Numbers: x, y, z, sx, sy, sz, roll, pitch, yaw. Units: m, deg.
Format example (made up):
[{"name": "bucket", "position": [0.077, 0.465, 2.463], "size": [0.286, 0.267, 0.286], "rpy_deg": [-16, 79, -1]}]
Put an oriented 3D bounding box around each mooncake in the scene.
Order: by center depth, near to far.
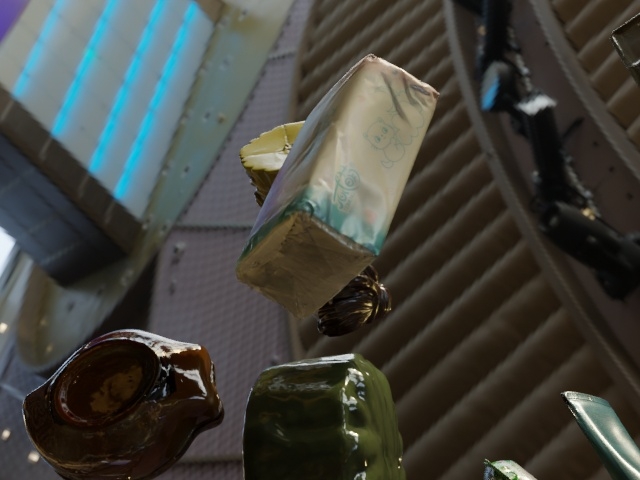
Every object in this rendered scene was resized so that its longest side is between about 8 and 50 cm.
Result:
[{"name": "mooncake", "position": [0.022, 0.354, 1.735], "size": [0.194, 0.356, 0.356], "rpy_deg": [-10, -134, 16]}]

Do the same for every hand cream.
[{"name": "hand cream", "position": [0.366, 0.266, 1.353], "size": [0.048, 0.083, 0.224], "rpy_deg": [-61, -149, 26]}]

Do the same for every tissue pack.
[{"name": "tissue pack", "position": [0.020, -0.065, 1.344], "size": [0.201, 0.124, 0.271], "rpy_deg": [-38, -158, 51]}]

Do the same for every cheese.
[{"name": "cheese", "position": [0.362, 0.457, 1.846], "size": [0.083, 0.320, 0.204], "rpy_deg": [-46, -146, -6]}]

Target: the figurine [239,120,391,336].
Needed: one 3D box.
[{"name": "figurine", "position": [-0.004, 0.001, 1.673], "size": [0.168, 0.315, 0.187], "rpy_deg": [-25, -153, -24]}]

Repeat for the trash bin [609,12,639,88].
[{"name": "trash bin", "position": [0.609, -0.266, 1.917], "size": [0.122, 0.240, 0.164], "rpy_deg": [-34, -153, 19]}]

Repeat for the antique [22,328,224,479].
[{"name": "antique", "position": [-0.279, 0.230, 1.577], "size": [0.278, 0.129, 0.223], "rpy_deg": [-13, -129, 4]}]
